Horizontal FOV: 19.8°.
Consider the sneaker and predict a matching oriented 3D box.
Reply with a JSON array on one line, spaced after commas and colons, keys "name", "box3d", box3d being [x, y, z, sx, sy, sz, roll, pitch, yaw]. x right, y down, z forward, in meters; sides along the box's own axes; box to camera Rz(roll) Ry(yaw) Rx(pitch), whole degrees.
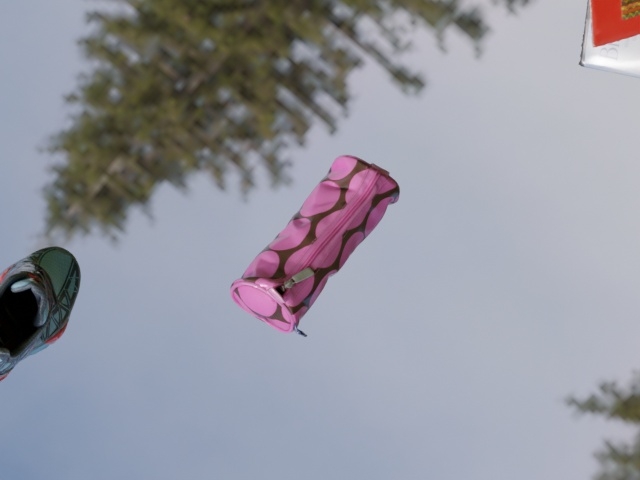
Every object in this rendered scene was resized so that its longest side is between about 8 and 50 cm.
[{"name": "sneaker", "box3d": [-0.336, 0.083, 2.116, 0.104, 0.125, 0.262, 45, -141, -9]}]

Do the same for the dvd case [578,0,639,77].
[{"name": "dvd case", "box3d": [0.442, -0.275, 2.216, 0.253, 0.180, 0.022, 15, -158, 27]}]

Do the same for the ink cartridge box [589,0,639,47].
[{"name": "ink cartridge box", "box3d": [0.374, -0.306, 1.697, 0.060, 0.275, 0.239, -121, 16, -55]}]

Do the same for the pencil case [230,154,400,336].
[{"name": "pencil case", "box3d": [0.000, 0.000, 1.925, 0.095, 0.098, 0.209, 35, -113, 4]}]
